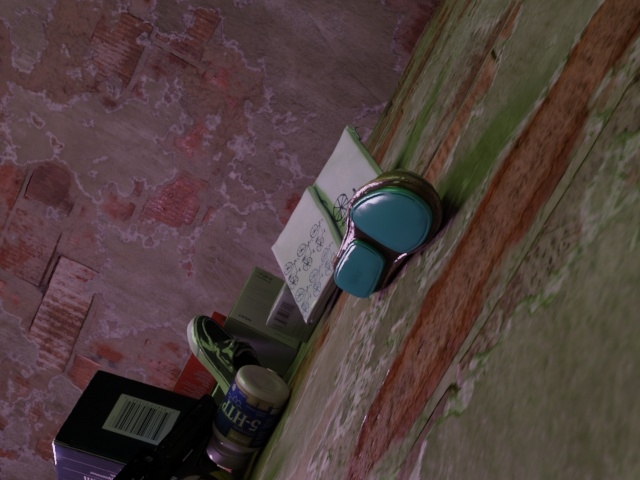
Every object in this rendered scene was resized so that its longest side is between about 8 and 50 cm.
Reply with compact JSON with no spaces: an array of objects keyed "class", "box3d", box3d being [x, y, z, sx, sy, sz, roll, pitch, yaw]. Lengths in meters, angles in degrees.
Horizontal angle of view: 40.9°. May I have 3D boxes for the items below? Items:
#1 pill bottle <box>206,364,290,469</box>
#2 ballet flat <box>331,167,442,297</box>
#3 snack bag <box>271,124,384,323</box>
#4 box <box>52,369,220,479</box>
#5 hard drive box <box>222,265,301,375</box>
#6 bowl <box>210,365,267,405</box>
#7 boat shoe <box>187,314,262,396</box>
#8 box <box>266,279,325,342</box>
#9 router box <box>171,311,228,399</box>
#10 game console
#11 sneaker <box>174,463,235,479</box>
[{"class":"pill bottle","box3d":[-0.147,0.348,1.678,0.186,0.112,0.112,-63,3,15]},{"class":"ballet flat","box3d":[0.086,-0.029,1.085,0.106,0.108,0.316,-56,1,-27]},{"class":"snack bag","box3d":[0.019,-0.044,1.779,0.342,0.037,0.323,-58,28,19]},{"class":"box","box3d":[-0.396,0.520,1.890,0.212,0.294,0.395,-68,-10,-49]},{"class":"hard drive box","box3d":[-0.125,0.188,2.058,0.089,0.181,0.232,-62,2,31]},{"class":"bowl","box3d":[-0.203,0.391,2.078,0.297,0.134,0.298,-62,3,5]},{"class":"boat shoe","box3d":[-0.185,0.259,1.855,0.108,0.301,0.102,5,-50,-45]},{"class":"box","box3d":[-0.049,0.146,1.867,0.087,0.102,0.101,-74,10,-64]},{"class":"router box","box3d":[-0.323,0.385,2.106,0.335,0.082,0.301,-60,4,43]},{"class":"game console","box3d":[-0.298,0.429,1.590,0.361,0.044,0.213,-45,-23,-53]},{"class":"sneaker","box3d":[-0.232,0.518,1.575,0.145,0.147,0.385,-66,-16,5]}]
